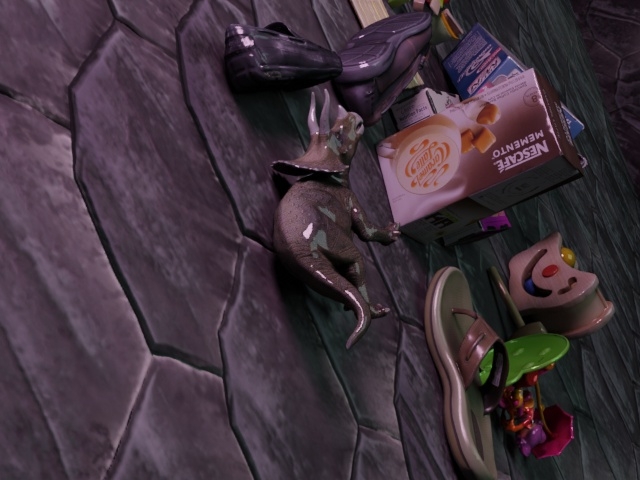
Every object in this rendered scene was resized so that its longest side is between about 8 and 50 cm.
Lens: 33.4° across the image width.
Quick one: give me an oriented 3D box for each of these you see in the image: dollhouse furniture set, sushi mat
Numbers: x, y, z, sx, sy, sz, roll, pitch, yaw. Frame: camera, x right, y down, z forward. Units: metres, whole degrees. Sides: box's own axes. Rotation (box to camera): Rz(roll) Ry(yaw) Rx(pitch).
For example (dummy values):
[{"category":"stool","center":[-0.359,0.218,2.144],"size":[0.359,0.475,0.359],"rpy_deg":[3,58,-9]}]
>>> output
[{"category":"dollhouse furniture set","center":[0.182,-0.386,1.860],"size":[0.151,0.076,0.058],"rpy_deg":[47,43,-33]},{"category":"sushi mat","center":[0.073,-0.381,1.689],"size":[0.316,0.019,0.151],"rpy_deg":[65,25,-4]}]

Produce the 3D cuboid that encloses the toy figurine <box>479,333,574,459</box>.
[{"category":"toy figurine","center":[0.296,0.238,1.502],"size":[0.173,0.130,0.159],"rpy_deg":[-30,106,-44]}]

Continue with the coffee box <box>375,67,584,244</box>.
[{"category":"coffee box","center":[0.214,-0.110,1.454],"size":[0.098,0.247,0.141],"rpy_deg":[26,46,-55]}]

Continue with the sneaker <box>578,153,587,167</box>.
[{"category":"sneaker","center":[0.459,-0.215,2.206],"size":[0.281,0.115,0.105],"rpy_deg":[36,38,-48]}]

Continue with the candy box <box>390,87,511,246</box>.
[{"category":"candy box","center":[0.202,-0.112,1.645],"size":[0.159,0.071,0.233],"rpy_deg":[-5,74,-65]}]

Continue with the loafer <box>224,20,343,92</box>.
[{"category":"loafer","center":[-0.039,-0.217,1.241],"size":[0.223,0.076,0.078],"rpy_deg":[-16,90,-62]}]

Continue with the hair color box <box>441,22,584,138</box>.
[{"category":"hair color box","center":[0.316,-0.252,1.814],"size":[0.174,0.105,0.347],"rpy_deg":[39,15,-13]}]

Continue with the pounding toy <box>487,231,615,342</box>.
[{"category":"pounding toy","center":[0.375,0.066,1.738],"size":[0.155,0.154,0.269],"rpy_deg":[55,26,-24]}]

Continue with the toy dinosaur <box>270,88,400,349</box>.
[{"category":"toy dinosaur","center":[0.000,0.000,1.121],"size":[0.160,0.121,0.313],"rpy_deg":[40,38,-24]}]

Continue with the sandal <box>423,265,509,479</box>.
[{"category":"sandal","center":[0.204,0.171,1.378],"size":[0.120,0.086,0.302],"rpy_deg":[37,38,-48]}]

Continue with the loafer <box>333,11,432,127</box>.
[{"category":"loafer","center":[0.092,-0.252,1.538],"size":[0.302,0.109,0.095],"rpy_deg":[-50,133,-56]}]

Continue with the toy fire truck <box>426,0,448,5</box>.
[{"category":"toy fire truck","center":[0.195,-0.513,2.020],"size":[0.135,0.047,0.192],"rpy_deg":[40,34,-42]}]
